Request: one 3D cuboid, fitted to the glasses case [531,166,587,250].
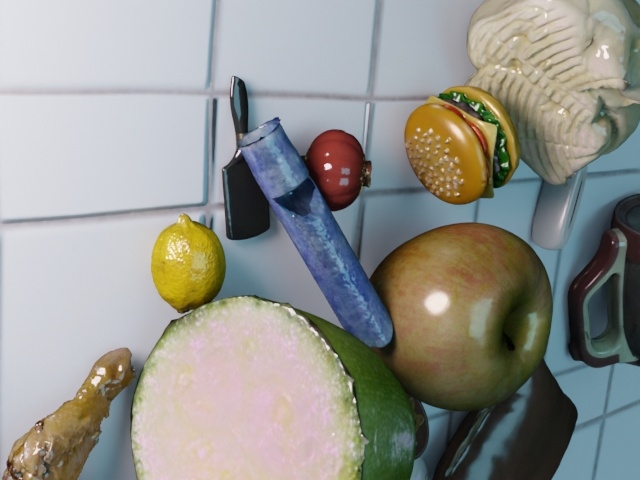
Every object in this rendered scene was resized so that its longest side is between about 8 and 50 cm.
[{"bbox_3d":[0.391,-0.065,1.450,0.041,0.063,0.164,10,96,-45],"label":"glasses case"}]

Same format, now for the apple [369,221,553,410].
[{"bbox_3d":[0.176,0.095,1.185,0.256,0.234,0.257,-12,109,-37],"label":"apple"}]

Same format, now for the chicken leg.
[{"bbox_3d":[-0.259,0.195,0.933,0.198,0.069,0.085,-55,134,-25],"label":"chicken leg"}]

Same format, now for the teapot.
[{"bbox_3d":[0.596,0.101,1.609,0.314,0.233,0.312,-6,115,-11],"label":"teapot"}]

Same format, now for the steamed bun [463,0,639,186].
[{"bbox_3d":[0.339,-0.251,1.224,0.206,0.275,0.320,-54,169,-32],"label":"steamed bun"}]

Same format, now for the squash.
[{"bbox_3d":[-0.006,0.210,1.035,0.309,0.310,0.310,2,102,-57],"label":"squash"}]

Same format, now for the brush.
[{"bbox_3d":[-0.090,-0.095,1.031,0.063,0.016,0.193,-17,114,-38],"label":"brush"}]

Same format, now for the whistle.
[{"bbox_3d":[0.000,0.000,1.047,0.062,0.062,0.304,-41,114,-26],"label":"whistle"}]

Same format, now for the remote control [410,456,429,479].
[{"bbox_3d":[0.148,0.428,1.396,0.073,0.044,0.229,-57,145,-47],"label":"remote control"}]

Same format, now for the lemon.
[{"bbox_3d":[-0.144,0.023,0.972,0.082,0.082,0.111,-10,110,-40],"label":"lemon"}]

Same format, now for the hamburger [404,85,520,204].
[{"bbox_3d":[0.187,-0.125,1.184,0.115,0.162,0.162,-31,122,-24],"label":"hamburger"}]

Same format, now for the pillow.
[{"bbox_3d":[0.319,0.353,1.487,0.308,0.108,0.305,-55,137,-13],"label":"pillow"}]

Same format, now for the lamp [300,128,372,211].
[{"bbox_3d":[0.018,-0.085,1.080,0.101,0.090,0.101,3,90,-86],"label":"lamp"}]

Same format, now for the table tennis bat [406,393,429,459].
[{"bbox_3d":[0.076,0.296,1.314,0.107,0.119,0.170,59,36,-8],"label":"table tennis bat"}]
